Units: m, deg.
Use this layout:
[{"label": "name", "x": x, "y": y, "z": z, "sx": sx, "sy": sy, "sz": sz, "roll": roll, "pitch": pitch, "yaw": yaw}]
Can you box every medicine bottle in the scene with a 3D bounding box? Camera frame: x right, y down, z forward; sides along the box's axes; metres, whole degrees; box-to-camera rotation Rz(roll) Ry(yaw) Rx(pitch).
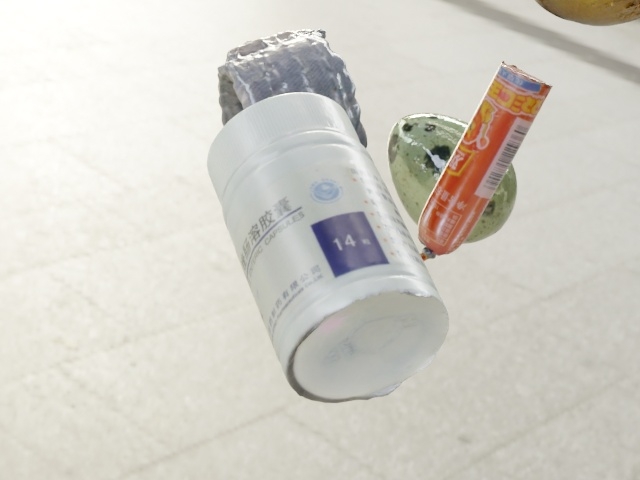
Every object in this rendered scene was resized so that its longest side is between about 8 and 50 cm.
[{"label": "medicine bottle", "x": 0.000, "y": 0.000, "z": 1.569, "sx": 0.190, "sy": 0.190, "sz": 0.332, "roll": 1, "pitch": 45, "yaw": -28}]

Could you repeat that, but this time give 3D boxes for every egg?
[{"label": "egg", "x": 0.196, "y": -0.100, "z": 2.117, "sx": 0.228, "sy": 0.177, "sz": 0.177, "roll": 48, "pitch": 29, "yaw": 2}]

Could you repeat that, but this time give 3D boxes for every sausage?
[{"label": "sausage", "x": 0.193, "y": -0.088, "z": 1.726, "sx": 0.074, "sy": 0.274, "sz": 0.074, "roll": 25, "pitch": 16, "yaw": -7}]

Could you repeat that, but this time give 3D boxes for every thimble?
[{"label": "thimble", "x": -0.041, "y": -0.173, "z": 1.950, "sx": 0.172, "sy": 0.236, "sz": 0.205, "roll": -22, "pitch": 25, "yaw": -16}]

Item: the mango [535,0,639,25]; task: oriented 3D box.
[{"label": "mango", "x": 0.301, "y": -0.305, "z": 1.400, "sx": 0.249, "sy": 0.151, "sz": 0.156, "roll": -16, "pitch": 76, "yaw": -34}]
